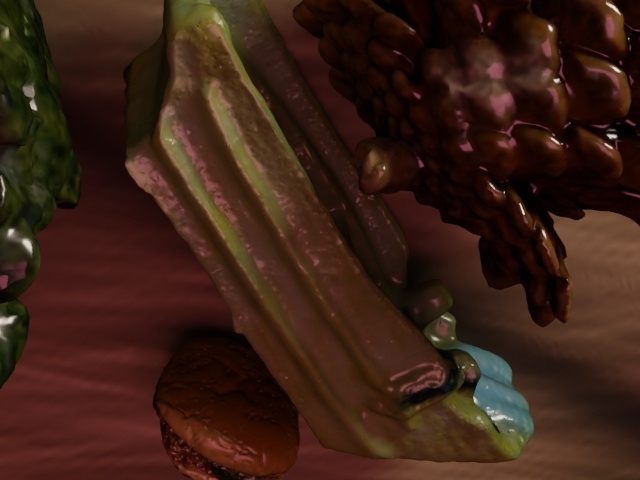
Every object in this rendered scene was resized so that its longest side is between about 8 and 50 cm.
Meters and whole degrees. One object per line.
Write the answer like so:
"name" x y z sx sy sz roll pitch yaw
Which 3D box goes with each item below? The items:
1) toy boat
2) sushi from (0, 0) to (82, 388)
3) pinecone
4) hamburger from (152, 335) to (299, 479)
"toy boat" -0.005 0.004 0.667 0.084 0.111 0.276 -28 122 14
"sushi" -0.254 -0.061 0.561 0.294 0.178 0.352 -35 114 8
"pinecone" 0.107 -0.085 0.600 0.212 0.169 0.186 -31 112 11
"hamburger" -0.044 0.081 0.720 0.076 0.083 0.044 18 124 -17
